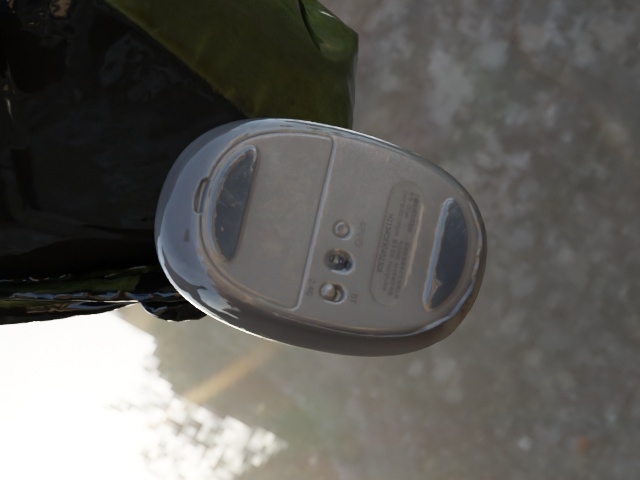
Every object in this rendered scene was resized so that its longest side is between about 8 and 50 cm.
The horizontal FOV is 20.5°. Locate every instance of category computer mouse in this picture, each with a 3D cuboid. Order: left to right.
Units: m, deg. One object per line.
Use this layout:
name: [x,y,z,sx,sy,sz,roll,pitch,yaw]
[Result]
computer mouse: [-0.001,0.000,0.517,0.039,0.096,0.066,119,165,-76]

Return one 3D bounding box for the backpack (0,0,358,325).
backpack: [-0.125,-0.047,0.656,0.207,0.253,0.140,37,-135,-45]
